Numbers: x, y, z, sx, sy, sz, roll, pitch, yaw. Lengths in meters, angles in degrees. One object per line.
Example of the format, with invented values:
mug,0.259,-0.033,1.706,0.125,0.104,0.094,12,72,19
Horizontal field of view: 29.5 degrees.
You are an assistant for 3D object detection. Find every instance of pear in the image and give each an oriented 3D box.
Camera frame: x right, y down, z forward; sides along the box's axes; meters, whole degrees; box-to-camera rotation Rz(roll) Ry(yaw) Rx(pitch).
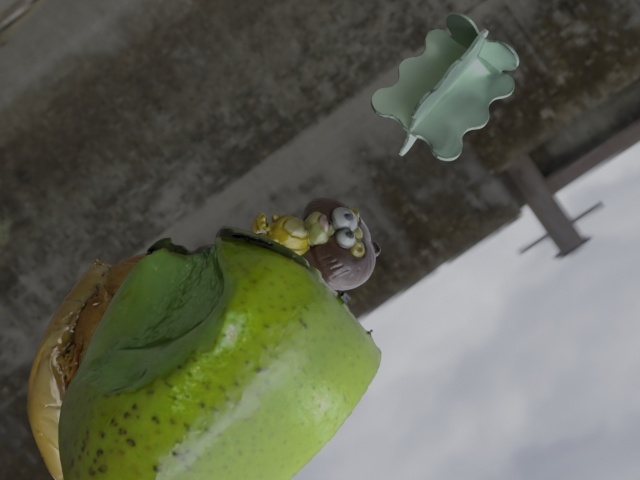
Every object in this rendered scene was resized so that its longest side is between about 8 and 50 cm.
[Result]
pear,-0.124,0.133,1.016,0.292,0.159,0.292,-33,-154,18

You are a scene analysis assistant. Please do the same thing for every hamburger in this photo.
hamburger,-0.268,0.176,1.646,0.174,0.284,0.304,3,-145,15

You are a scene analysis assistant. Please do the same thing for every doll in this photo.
doll,0.001,0.007,1.712,0.188,0.145,0.096,-13,151,-43

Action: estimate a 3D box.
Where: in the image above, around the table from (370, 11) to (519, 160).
table,0.191,-0.229,1.896,0.198,0.166,0.166,-49,-166,-23
